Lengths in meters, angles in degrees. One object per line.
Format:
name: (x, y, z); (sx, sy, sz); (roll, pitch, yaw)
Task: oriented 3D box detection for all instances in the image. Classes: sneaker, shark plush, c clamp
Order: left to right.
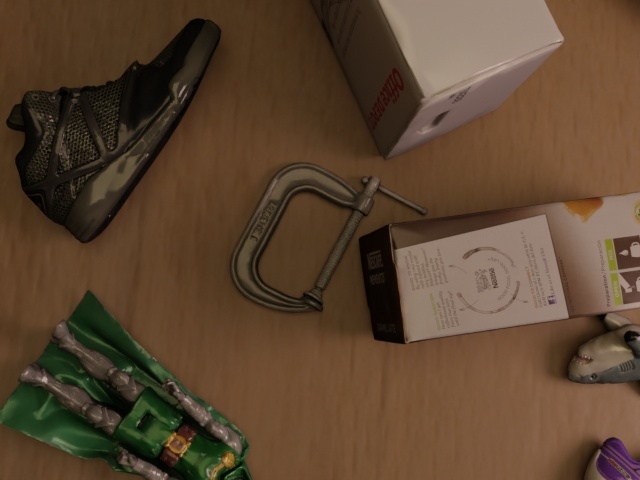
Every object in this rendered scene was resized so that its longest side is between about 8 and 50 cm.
sneaker: (-0.188, -0.123, 0.974); (0.130, 0.087, 0.227); (37, 87, -5)
c clamp: (0.000, 0.000, 1.004); (0.137, 0.022, 0.160); (33, 81, 0)
shark plush: (0.306, 0.114, 1.011); (0.161, 0.073, 0.067); (13, 102, -23)
sneaker: (0.321, 0.225, 0.977); (0.170, 0.068, 0.071); (25, 76, 0)

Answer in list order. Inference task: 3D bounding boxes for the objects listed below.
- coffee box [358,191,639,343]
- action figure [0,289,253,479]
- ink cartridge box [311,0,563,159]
coffee box: (0.169, 0.023, 0.945); (0.246, 0.141, 0.098); (-8, 86, -9)
action figure: (-0.147, 0.161, 0.957); (0.232, 0.063, 0.137); (34, 79, -3)
ink cartridge box: (0.060, -0.248, 0.938); (0.129, 0.223, 0.307); (-24, 85, -7)
